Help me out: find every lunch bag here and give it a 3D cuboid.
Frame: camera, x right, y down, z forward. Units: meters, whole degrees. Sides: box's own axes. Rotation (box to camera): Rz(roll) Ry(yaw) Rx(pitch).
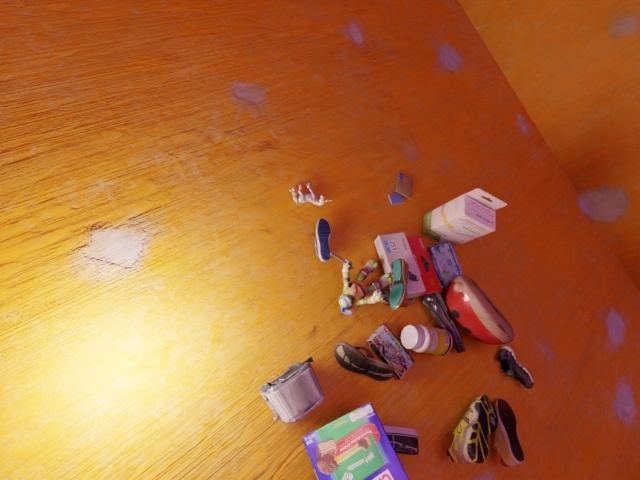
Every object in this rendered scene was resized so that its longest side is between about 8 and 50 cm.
[{"bbox_3d":[0.594,0.119,2.022,0.176,0.090,0.219,-10,78,-35],"label":"lunch bag"}]

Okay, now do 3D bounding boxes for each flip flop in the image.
[{"bbox_3d":[0.174,0.470,1.653,0.277,0.112,0.080,26,35,-16],"label":"flip flop"}]

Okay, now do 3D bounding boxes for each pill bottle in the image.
[{"bbox_3d":[0.456,0.427,1.799,0.208,0.119,0.119,16,65,-30],"label":"pill bottle"}]

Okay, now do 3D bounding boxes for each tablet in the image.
[{"bbox_3d":[0.374,-0.207,2.066,0.083,0.006,0.054,-11,77,-33],"label":"tablet"}]

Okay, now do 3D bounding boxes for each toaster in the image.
[{"bbox_3d":[-0.088,0.529,1.463,0.227,0.129,0.146,-27,90,-36],"label":"toaster"}]

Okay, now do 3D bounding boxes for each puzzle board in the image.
[{"bbox_3d":[0.424,-0.279,2.114,0.096,0.011,0.128,24,58,-19],"label":"puzzle board"}]

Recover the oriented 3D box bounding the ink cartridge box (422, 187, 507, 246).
[{"bbox_3d":[0.682,-0.098,1.989,0.207,0.353,0.119,23,62,-20],"label":"ink cartridge box"}]

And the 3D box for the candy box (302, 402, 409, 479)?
[{"bbox_3d":[0.121,0.758,1.396,0.268,0.122,0.317,-23,65,-12],"label":"candy box"}]

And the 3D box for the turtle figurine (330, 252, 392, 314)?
[{"bbox_3d":[0.187,0.155,1.692,0.266,0.198,0.274,-28,124,-49],"label":"turtle figurine"}]

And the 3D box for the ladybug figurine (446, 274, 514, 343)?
[{"bbox_3d":[0.718,0.331,1.919,0.449,0.162,0.305,42,19,-27],"label":"ladybug figurine"}]

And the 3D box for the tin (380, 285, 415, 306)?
[{"bbox_3d":[0.339,0.240,1.864,0.190,0.040,0.106,10,71,-25],"label":"tin"}]

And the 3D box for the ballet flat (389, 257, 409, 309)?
[{"bbox_3d":[0.340,0.185,1.740,0.073,0.080,0.232,28,59,-29],"label":"ballet flat"}]

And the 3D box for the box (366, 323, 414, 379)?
[{"bbox_3d":[0.295,0.466,1.754,0.114,0.036,0.207,-40,94,-34],"label":"box"}]

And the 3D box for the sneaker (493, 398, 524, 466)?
[{"bbox_3d":[0.812,0.860,1.875,0.106,0.123,0.290,23,40,-9],"label":"sneaker"}]

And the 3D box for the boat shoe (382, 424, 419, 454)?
[{"bbox_3d":[0.247,0.764,1.572,0.306,0.113,0.105,21,48,-32],"label":"boat shoe"}]

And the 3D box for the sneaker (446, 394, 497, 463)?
[{"bbox_3d":[0.642,0.790,1.780,0.385,0.147,0.145,-22,81,-52],"label":"sneaker"}]

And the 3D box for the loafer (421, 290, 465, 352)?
[{"bbox_3d":[0.563,0.379,1.917,0.095,0.109,0.302,-25,84,10],"label":"loafer"}]

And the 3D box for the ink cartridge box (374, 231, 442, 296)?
[{"bbox_3d":[0.407,0.104,1.881,0.261,0.066,0.296,-7,65,-20],"label":"ink cartridge box"}]

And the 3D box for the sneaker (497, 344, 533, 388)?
[{"bbox_3d":[0.938,0.634,2.034,0.106,0.078,0.234,-31,85,-31],"label":"sneaker"}]

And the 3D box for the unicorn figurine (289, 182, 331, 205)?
[{"bbox_3d":[-0.049,-0.193,1.798,0.162,0.060,0.111,-16,81,-17],"label":"unicorn figurine"}]

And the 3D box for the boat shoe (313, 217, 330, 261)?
[{"bbox_3d":[0.000,0.000,1.741,0.066,0.066,0.183,6,75,-25],"label":"boat shoe"}]
